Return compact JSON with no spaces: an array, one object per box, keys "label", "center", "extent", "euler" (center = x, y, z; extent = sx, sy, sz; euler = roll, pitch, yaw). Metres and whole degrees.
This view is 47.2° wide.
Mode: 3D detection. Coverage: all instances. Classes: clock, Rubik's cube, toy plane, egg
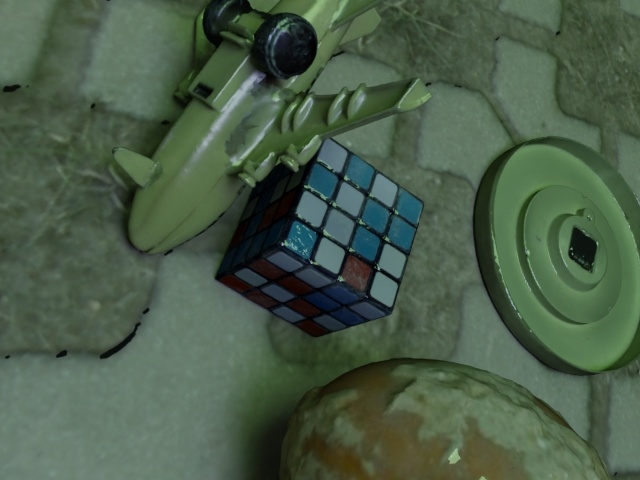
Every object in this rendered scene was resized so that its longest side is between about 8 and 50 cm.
[{"label":"clock","center":[0.243,0.011,0.699],"extent":[0.235,0.029,0.234],"euler":[11,68,-30]},{"label":"Rubik's cube","center":[0.000,0.000,0.502],"extent":[0.092,0.092,0.092],"euler":[32,59,-21]},{"label":"toy plane","center":[-0.046,-0.095,0.472],"extent":[0.244,0.229,0.092],"euler":[-48,136,-6]},{"label":"egg","center":[0.077,0.170,0.438],"extent":[0.233,0.195,0.194],"euler":[36,58,-17]}]
